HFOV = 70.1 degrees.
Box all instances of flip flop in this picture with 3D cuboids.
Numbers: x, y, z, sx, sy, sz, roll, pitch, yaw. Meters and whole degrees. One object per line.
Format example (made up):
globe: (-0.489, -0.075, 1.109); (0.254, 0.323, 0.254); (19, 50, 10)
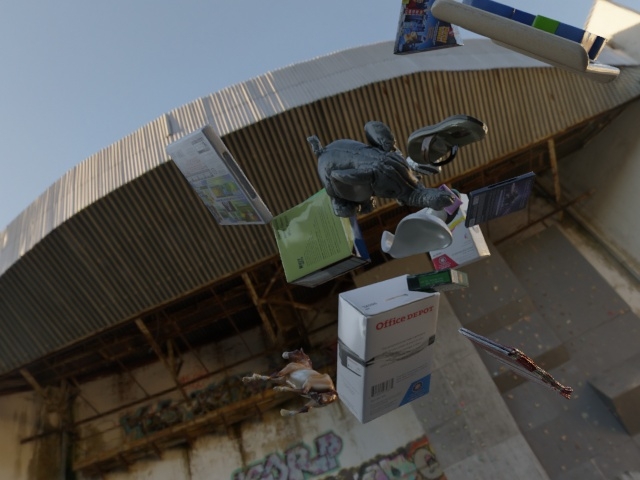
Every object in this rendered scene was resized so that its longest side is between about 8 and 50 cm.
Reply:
flip flop: (0.292, -0.223, 1.100); (0.112, 0.277, 0.080); (17, -97, -18)

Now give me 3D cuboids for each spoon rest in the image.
spoon rest: (0.240, -0.005, 1.208); (0.137, 0.084, 0.276); (30, -18, -11)

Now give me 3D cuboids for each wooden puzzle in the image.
wooden puzzle: (0.441, -0.428, 0.944); (0.347, 0.322, 0.081); (-15, -46, -49)

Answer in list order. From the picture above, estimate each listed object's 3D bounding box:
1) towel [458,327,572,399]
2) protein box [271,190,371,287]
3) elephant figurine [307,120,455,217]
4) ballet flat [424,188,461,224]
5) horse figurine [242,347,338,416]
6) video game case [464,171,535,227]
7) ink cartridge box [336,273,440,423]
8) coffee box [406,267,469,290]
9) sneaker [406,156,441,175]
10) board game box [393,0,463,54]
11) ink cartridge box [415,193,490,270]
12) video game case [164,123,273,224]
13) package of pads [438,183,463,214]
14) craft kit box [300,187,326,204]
towel: (0.634, 0.394, 1.493); (0.329, 0.237, 0.037); (35, -98, -23)
protein box: (0.000, 0.000, 1.275); (0.201, 0.200, 0.136); (-25, -22, 22)
elephant figurine: (0.100, -0.130, 0.836); (0.185, 0.239, 0.170); (-3, -90, -19)
ballet flat: (0.404, -0.073, 1.619); (0.096, 0.095, 0.280); (-37, -15, -26)
horse figurine: (-0.044, 0.306, 0.978); (0.174, 0.263, 0.066); (2, -86, -36)
video game case: (0.724, -0.160, 1.854); (0.274, 0.026, 0.196); (-19, -40, -6)
ink cartridge box: (0.211, 0.338, 1.468); (0.285, 0.166, 0.395); (-13, -64, -29)
coffee box: (0.299, 0.104, 1.150); (0.113, 0.041, 0.184); (-14, -14, 26)
sneaker: (0.399, -0.314, 1.730); (0.110, 0.292, 0.118); (17, -85, -8)
board game box: (0.320, -0.622, 1.302); (0.060, 0.194, 0.194); (-22, -53, -50)
ink cartridge box: (0.597, -0.030, 2.079); (0.226, 0.306, 0.131); (-29, -16, 38)
video game case: (-0.301, -0.172, 1.319); (0.036, 0.329, 0.300); (-44, -66, -26)
package of pads: (0.373, -0.121, 1.345); (0.050, 0.083, 0.032); (-44, -6, -1)
craft kit box: (0.004, -0.083, 1.787); (0.061, 0.250, 0.246); (28, -39, -34)
